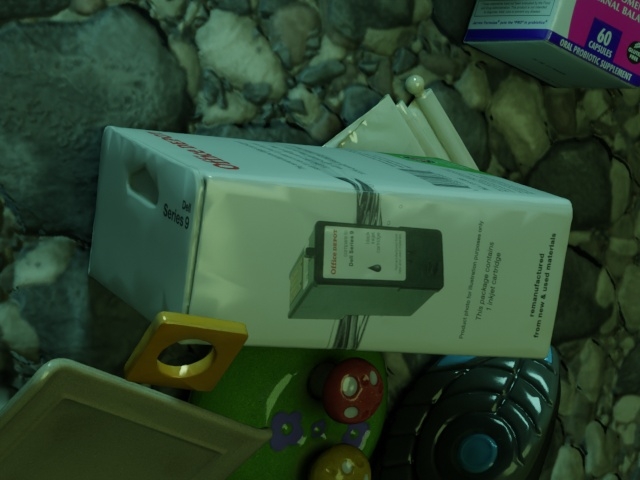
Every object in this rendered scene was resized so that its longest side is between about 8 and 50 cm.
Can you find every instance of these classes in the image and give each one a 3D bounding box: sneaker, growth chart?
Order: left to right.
[{"bbox_3d":[0.037,-0.020,1.550,0.237,0.021,0.172,-35,114,-25],"label":"growth chart"},{"bbox_3d":[0.109,0.235,1.595,0.341,0.125,0.139,-64,150,-13],"label":"sneaker"}]

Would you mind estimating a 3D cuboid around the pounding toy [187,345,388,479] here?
[{"bbox_3d":[-0.018,0.158,1.470,0.237,0.110,0.183,-41,123,-21],"label":"pounding toy"}]

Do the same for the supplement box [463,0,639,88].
[{"bbox_3d":[0.222,-0.246,1.591,0.111,0.114,0.220,21,83,-33],"label":"supplement box"}]

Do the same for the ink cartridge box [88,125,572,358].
[{"bbox_3d":[0.000,0.000,1.393,0.289,0.211,0.121,4,100,-25],"label":"ink cartridge box"}]

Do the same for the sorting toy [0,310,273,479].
[{"bbox_3d":[-0.158,0.148,1.321,0.196,0.047,0.348,21,129,-36],"label":"sorting toy"}]
